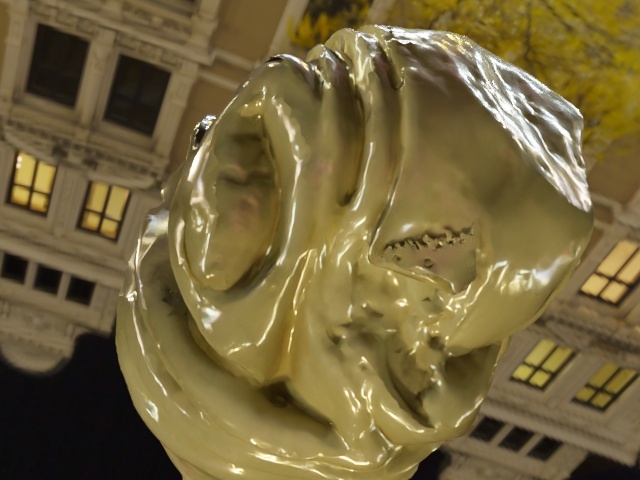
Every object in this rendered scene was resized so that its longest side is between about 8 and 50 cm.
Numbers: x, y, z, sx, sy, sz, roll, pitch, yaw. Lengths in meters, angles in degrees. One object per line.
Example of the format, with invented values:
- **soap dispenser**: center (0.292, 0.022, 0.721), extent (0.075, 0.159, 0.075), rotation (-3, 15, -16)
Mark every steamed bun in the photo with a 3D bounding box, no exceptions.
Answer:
- **steamed bun**: center (0.000, 0.000, 0.596), extent (0.206, 0.275, 0.320), rotation (35, -109, -21)
